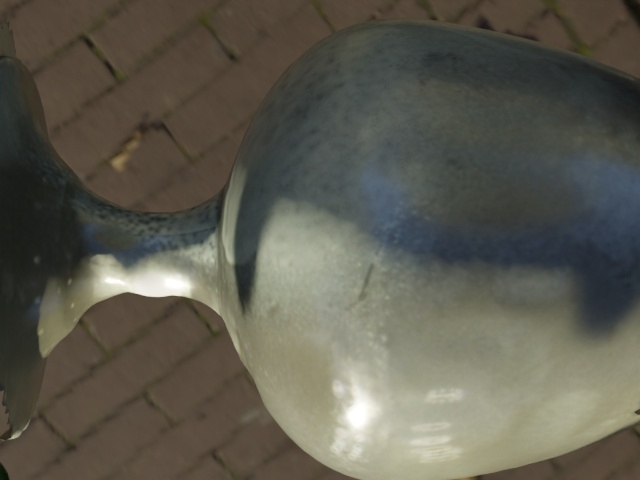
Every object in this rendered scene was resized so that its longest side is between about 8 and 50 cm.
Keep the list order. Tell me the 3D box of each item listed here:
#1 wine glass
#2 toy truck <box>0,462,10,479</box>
[{"bbox_3d":[0.000,0.000,0.913,0.323,0.238,0.238,-1,117,0],"label":"wine glass"},{"bbox_3d":[-0.132,0.120,0.533,0.125,0.101,0.242,-24,108,-15],"label":"toy truck"}]
